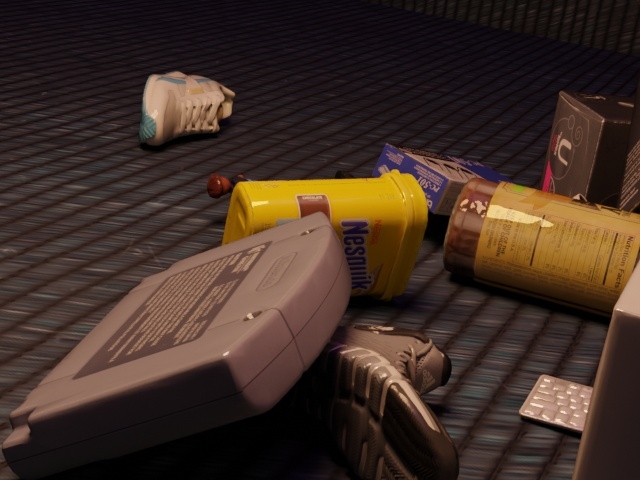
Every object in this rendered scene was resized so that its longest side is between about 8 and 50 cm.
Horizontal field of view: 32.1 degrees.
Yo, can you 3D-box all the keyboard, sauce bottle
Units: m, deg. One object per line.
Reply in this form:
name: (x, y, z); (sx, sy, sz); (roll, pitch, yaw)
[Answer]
keyboard: (0.287, 0.154, 0.867); (0.256, 0.014, 0.072); (13, 19, 22)
sauce bottle: (0.300, 0.026, 1.110); (0.344, 0.111, 0.111); (16, 21, 16)

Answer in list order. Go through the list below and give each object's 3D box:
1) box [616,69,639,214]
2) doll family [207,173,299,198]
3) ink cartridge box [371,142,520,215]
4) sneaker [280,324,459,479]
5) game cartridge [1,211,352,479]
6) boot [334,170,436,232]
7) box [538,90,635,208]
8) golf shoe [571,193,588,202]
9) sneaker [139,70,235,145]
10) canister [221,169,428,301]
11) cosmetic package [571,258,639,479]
box: (0.522, -0.115, 1.177); (0.343, 0.179, 0.312); (21, 60, -3)
doll family: (-0.048, -0.029, 1.167); (0.111, 0.076, 0.193); (-2, 10, -25)
ink cartridge box: (0.159, -0.064, 1.306); (0.097, 0.046, 0.207); (34, 17, 34)
sneaker: (0.061, 0.109, 0.820); (0.132, 0.086, 0.229); (-2, 21, -32)
game cartridge: (-0.080, 0.063, 0.801); (0.198, 0.062, 0.297); (-15, 15, 16)
boot: (0.076, -0.045, 1.306); (0.099, 0.045, 0.121); (2, 24, -20)
box: (0.422, -0.078, 1.357); (0.270, 0.165, 0.143); (4, 21, -13)
golf shoe: (0.275, -0.017, 1.250); (0.069, 0.086, 0.176); (-14, 28, -43)
sneaker: (-0.183, -0.181, 1.513); (0.092, 0.087, 0.228); (13, 22, 7)
canister: (0.000, 0.000, 1.029); (0.170, 0.126, 0.073); (-3, 40, -22)
cosmetic package: (0.228, 0.121, 0.643); (0.138, 0.224, 0.224); (16, 20, 20)
